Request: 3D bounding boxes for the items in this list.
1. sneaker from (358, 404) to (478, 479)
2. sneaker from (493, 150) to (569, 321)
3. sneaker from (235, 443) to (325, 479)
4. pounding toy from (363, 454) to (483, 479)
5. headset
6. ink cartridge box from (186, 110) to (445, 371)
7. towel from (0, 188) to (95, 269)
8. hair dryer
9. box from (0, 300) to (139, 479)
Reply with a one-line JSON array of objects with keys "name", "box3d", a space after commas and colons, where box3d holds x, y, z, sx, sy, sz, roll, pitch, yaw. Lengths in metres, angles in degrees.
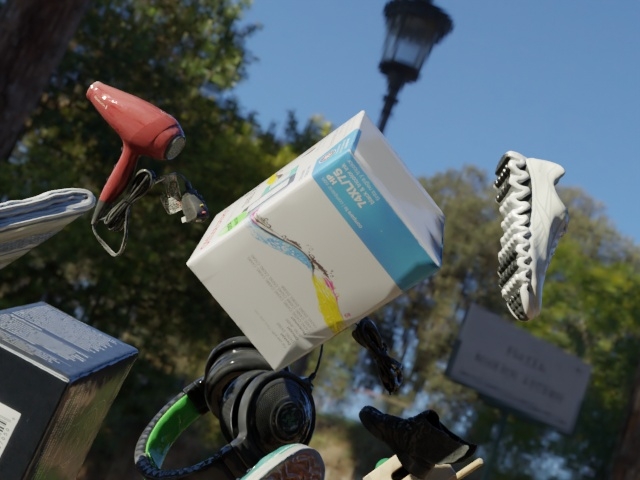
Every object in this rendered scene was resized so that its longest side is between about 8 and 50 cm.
[{"name": "sneaker", "box3d": [0.133, 0.265, 1.596, 0.051, 0.089, 0.170, 16, 23, -52]}, {"name": "sneaker", "box3d": [0.358, -0.008, 1.900, 0.118, 0.292, 0.110, 5, -18, -10]}, {"name": "sneaker", "box3d": [-0.126, 0.351, 1.380, 0.121, 0.302, 0.108, 12, -42, 51]}, {"name": "pounding toy", "box3d": [0.173, 0.385, 1.906, 0.094, 0.181, 0.206, 54, -5, 19]}, {"name": "headset", "box3d": [-0.073, 0.246, 1.645, 0.185, 0.394, 0.243, 58, -7, -23]}, {"name": "ink cartridge box", "box3d": [0.000, 0.000, 1.532, 0.197, 0.270, 0.198, 51, 18, -12]}, {"name": "towel", "box3d": [-0.413, 0.012, 1.335, 0.209, 0.034, 0.285, -17, -7, -47]}, {"name": "hair dryer", "box3d": [-0.328, -0.134, 1.940, 0.224, 0.293, 0.080, -17, -3, 16]}, {"name": "box", "box3d": [-0.501, 0.285, 1.900, 0.212, 0.293, 0.395, 27, 3, 5]}]
